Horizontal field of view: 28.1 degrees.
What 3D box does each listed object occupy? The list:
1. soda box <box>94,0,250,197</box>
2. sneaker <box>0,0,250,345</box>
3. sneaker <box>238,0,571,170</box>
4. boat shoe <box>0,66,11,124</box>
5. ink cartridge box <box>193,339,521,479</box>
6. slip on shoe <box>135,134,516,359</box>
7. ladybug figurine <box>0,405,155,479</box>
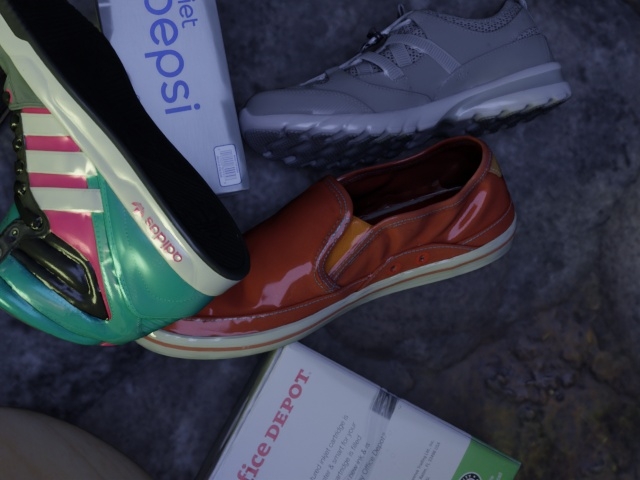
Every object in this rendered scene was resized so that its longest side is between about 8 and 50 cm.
[{"bbox_3d":[-0.127,-0.169,0.998,0.091,0.098,0.286,-11,92,-9],"label":"soda box"},{"bbox_3d":[-0.198,-0.042,0.919,0.178,0.124,0.295,-40,78,19],"label":"sneaker"},{"bbox_3d":[0.061,-0.132,1.042,0.281,0.105,0.115,-13,81,-22],"label":"sneaker"},{"bbox_3d":[-0.336,-0.086,0.944,0.132,0.130,0.355,43,83,-8],"label":"boat shoe"},{"bbox_3d":[0.023,0.193,1.030,0.219,0.092,0.160,30,85,-9],"label":"ink cartridge box"},{"bbox_3d":[0.000,0.000,1.002,0.331,0.123,0.101,-19,124,-14],"label":"slip on shoe"},{"bbox_3d":[-0.199,0.336,0.931,0.305,0.162,0.449,-29,93,-37],"label":"ladybug figurine"}]
